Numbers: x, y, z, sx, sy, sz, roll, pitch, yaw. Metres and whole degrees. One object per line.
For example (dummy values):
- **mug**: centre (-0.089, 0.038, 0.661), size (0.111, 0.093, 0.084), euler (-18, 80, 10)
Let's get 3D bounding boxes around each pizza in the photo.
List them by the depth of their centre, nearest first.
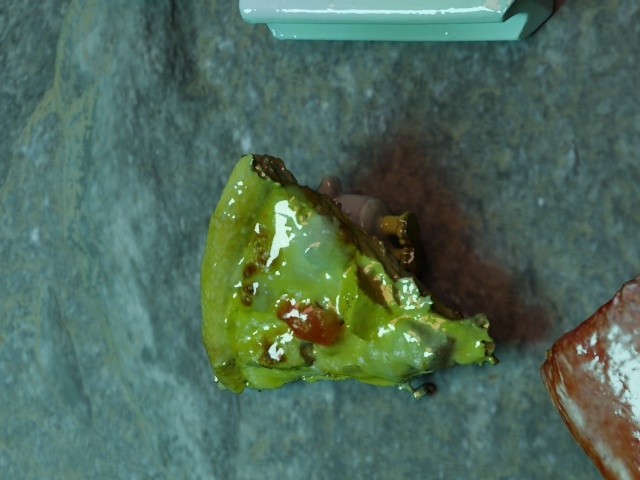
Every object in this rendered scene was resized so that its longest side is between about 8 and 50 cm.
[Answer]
- **pizza**: centre (0.020, 0.057, 1.195), size (0.287, 0.075, 0.280), euler (13, 123, 21)

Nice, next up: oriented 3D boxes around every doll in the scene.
- **doll**: centre (0.000, 0.000, 1.271), size (0.207, 0.081, 0.129), euler (-1, 110, 26)

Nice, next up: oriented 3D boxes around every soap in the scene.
- **soap**: centre (0.077, -0.281, 1.281), size (0.289, 0.095, 0.173), euler (4, 83, 27)

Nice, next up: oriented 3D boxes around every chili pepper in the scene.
- **chili pepper**: centre (0.327, 0.119, 1.015), size (0.305, 0.229, 0.251), euler (49, 117, 24)
